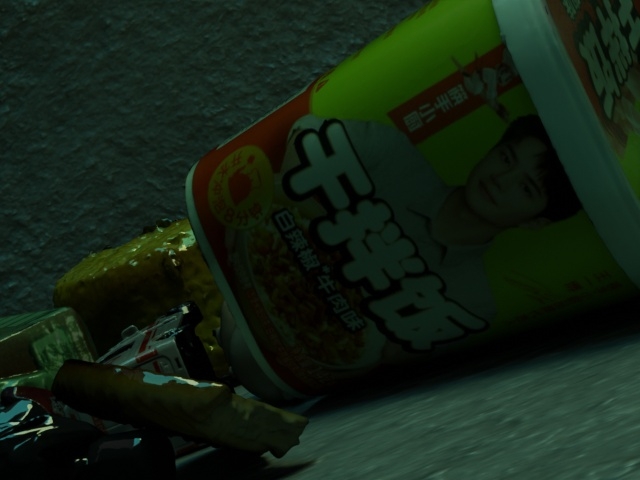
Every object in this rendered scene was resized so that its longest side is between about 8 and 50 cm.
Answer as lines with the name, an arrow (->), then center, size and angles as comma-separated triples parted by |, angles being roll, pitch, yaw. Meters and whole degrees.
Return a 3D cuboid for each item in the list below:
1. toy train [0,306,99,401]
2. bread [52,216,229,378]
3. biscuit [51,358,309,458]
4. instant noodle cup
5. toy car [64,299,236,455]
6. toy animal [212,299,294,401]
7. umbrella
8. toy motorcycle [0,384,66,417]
toy train -> -0.304, 0.139, 1.401 | 0.159, 0.129, 0.326 | -24, 6, -29
bread -> -0.147, 0.071, 1.414 | 0.261, 0.160, 0.147 | -16, 9, 34
biscuit -> -0.080, 0.110, 0.954 | 0.176, 0.031, 0.228 | 10, -12, 24
instant noodle cup -> 0.091, -0.040, 1.083 | 0.308, 0.293, 0.294 | -26, 0, 29
toy car -> -0.129, 0.113, 1.179 | 0.108, 0.089, 0.209 | -25, 6, 0
toy animal -> -0.037, 0.080, 1.197 | 0.089, 0.083, 0.150 | 17, 20, -9
umbrella -> -0.208, 0.151, 0.905 | 0.272, 0.122, 0.110 | -15, 48, 20
toy motorcycle -> -0.259, 0.169, 1.109 | 0.213, 0.082, 0.122 | -32, 0, -34
